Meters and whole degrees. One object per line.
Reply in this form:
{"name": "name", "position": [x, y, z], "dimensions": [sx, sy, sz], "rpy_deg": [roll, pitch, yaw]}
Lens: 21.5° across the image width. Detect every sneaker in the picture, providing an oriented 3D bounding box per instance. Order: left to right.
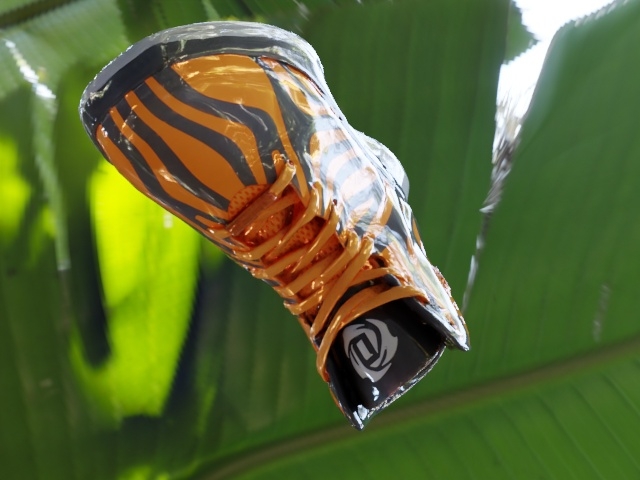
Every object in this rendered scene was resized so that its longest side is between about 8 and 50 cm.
{"name": "sneaker", "position": [0.000, 0.000, 0.963], "dimensions": [0.124, 0.321, 0.180], "rpy_deg": [-37, -121, 17]}
